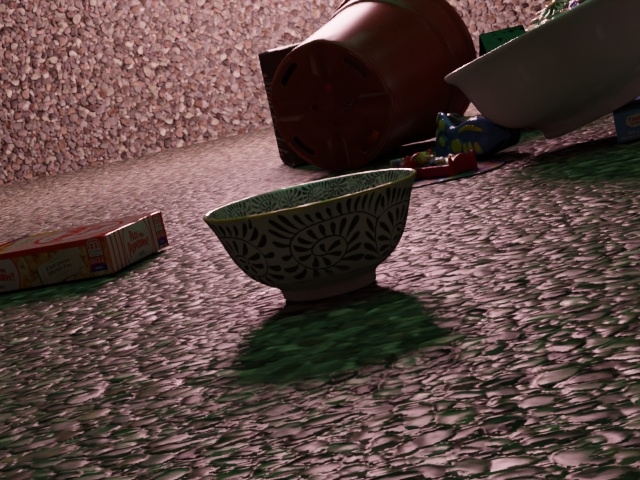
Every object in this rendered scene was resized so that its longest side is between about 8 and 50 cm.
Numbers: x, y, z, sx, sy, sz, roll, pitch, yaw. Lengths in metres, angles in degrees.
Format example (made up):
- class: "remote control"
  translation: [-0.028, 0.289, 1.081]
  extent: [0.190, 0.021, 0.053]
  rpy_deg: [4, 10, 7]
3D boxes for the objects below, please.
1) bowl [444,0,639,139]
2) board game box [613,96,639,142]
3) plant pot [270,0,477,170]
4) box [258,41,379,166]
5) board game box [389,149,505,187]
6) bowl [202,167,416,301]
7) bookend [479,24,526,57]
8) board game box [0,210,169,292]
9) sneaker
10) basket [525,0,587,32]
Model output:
- class: "bowl"
  translation: [0.314, -0.215, 1.693]
  extent: [0.298, 0.134, 0.298]
  rpy_deg: [-28, 4, 2]
- class: "board game box"
  translation: [0.442, -0.164, 1.686]
  extent: [0.160, 0.039, 0.211]
  rpy_deg: [-12, 7, 13]
- class: "plant pot"
  translation: [0.071, -0.241, 2.110]
  extent: [0.272, 0.272, 0.265]
  rpy_deg: [-8, 17, 30]
- class: "box"
  translation: [-0.001, -0.247, 2.376]
  extent: [0.169, 0.203, 0.167]
  rpy_deg: [-13, 7, -7]
- class: "board game box"
  translation: [0.142, -0.094, 1.689]
  extent: [0.169, 0.033, 0.133]
  rpy_deg: [-12, 8, 6]
- class: "bowl"
  translation: [0.000, 0.000, 1.068]
  extent: [0.170, 0.080, 0.170]
  rpy_deg: [-13, 8, 2]
- class: "bookend"
  translation: [0.301, -0.220, 2.118]
  extent: [0.072, 0.156, 0.157]
  rpy_deg: [-13, 52, -3]
- class: "board game box"
  translation: [-0.289, 0.016, 1.537]
  extent: [0.194, 0.045, 0.147]
  rpy_deg: [-10, 8, 19]
- class: "sneaker"
  translation: [0.207, -0.139, 1.831]
  extent: [0.078, 0.067, 0.188]
  rpy_deg: [-2, 6, -20]
- class: "basket"
  translation: [0.502, -0.357, 2.363]
  extent: [0.289, 0.201, 0.255]
  rpy_deg: [-29, 15, -32]
